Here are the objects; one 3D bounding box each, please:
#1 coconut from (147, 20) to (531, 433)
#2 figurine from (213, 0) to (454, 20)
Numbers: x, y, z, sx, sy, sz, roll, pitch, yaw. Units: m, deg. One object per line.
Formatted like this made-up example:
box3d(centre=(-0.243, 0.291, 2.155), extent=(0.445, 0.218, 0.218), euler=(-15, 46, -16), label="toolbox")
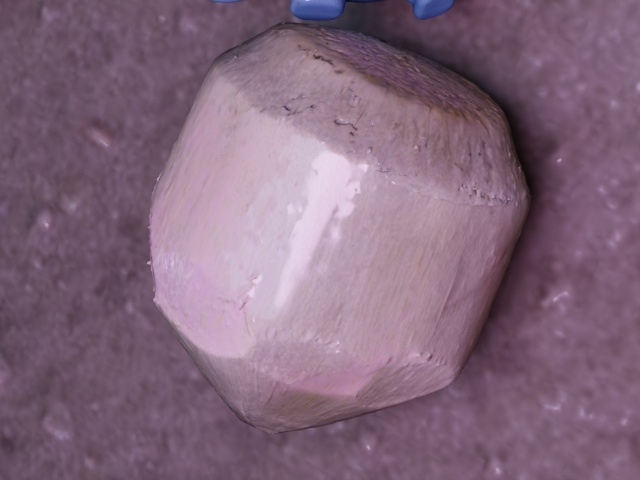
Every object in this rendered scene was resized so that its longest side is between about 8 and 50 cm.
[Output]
box3d(centre=(0.000, 0.000, 0.962), extent=(0.224, 0.224, 0.234), euler=(38, 111, 21), label="coconut")
box3d(centre=(-0.030, -0.232, 0.992), extent=(0.180, 0.154, 0.262), euler=(-27, 75, 15), label="figurine")
